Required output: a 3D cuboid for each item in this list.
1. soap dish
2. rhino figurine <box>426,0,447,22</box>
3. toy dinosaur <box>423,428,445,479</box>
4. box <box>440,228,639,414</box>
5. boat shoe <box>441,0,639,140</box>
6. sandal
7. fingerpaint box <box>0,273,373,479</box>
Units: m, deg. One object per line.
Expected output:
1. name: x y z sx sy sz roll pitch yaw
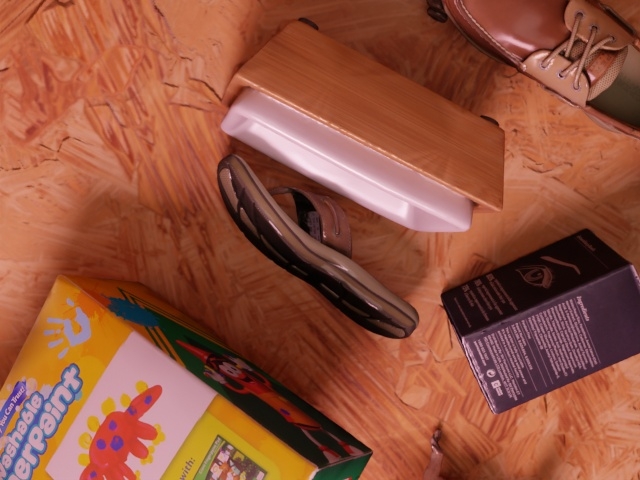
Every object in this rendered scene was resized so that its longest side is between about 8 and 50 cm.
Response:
1. soap dish: 0.041 -0.116 0.992 0.290 0.229 0.118 26 87 -9
2. rhino figurine: 0.146 -0.297 1.015 0.243 0.073 0.106 24 94 -12
3. toy dinosaur: 0.167 0.372 1.129 0.200 0.295 0.127 30 136 28
4. box: 0.262 0.090 1.086 0.207 0.153 0.108 -24 105 5
5. boat shoe: 0.279 -0.203 0.986 0.324 0.120 0.123 24 108 -24
6. sandal: 0.000 0.001 1.087 0.302 0.120 0.086 39 73 -13
7. fingerpaint box: -0.215 0.320 1.026 0.371 0.163 0.445 31 98 24
